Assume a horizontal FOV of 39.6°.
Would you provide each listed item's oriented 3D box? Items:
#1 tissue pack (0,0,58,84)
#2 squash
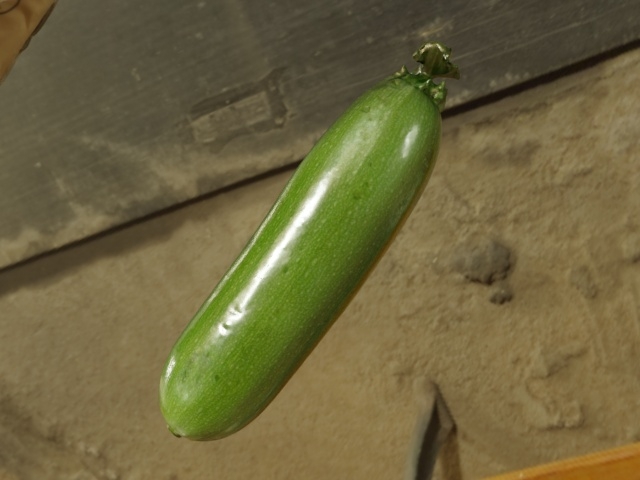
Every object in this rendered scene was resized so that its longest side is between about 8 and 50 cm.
[{"bbox_3d":[-0.431,-0.238,0.834,0.375,0.195,0.390,42,111,6],"label":"tissue pack"},{"bbox_3d":[0.000,0.000,0.707,0.101,0.101,0.378,34,81,8],"label":"squash"}]
